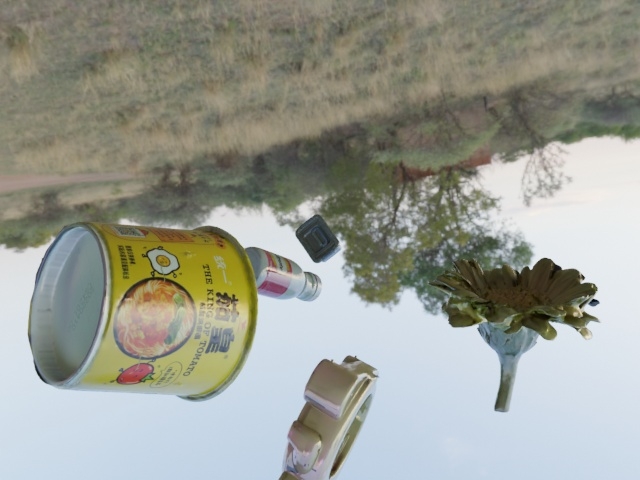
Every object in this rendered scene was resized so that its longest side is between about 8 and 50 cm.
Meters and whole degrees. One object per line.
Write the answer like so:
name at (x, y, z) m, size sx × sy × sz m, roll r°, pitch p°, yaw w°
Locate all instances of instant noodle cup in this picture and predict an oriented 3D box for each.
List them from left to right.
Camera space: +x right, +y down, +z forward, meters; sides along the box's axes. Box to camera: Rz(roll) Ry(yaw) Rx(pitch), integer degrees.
instant noodle cup at (-0.303, 0.112, 0.803) m, size 0.325 × 0.326 × 0.254 m, roll -4°, pitch 168°, yaw 39°

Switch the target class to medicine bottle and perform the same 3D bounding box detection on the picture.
medicine bottle at (-0.084, 0.079, 1.007) m, size 0.090 × 0.091 × 0.216 m, roll -5°, pitch 163°, yaw 35°

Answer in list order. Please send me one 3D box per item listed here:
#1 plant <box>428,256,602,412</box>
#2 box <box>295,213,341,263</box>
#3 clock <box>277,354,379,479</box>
plant at (0.376, 0.144, 0.883) m, size 0.261 × 0.297 × 0.305 m, roll -29°, pitch 173°, yaw 21°
box at (0.000, 0.000, 1.074) m, size 0.074 × 0.099 × 0.054 m, roll -39°, pitch 158°, yaw 10°
clock at (0.016, 0.408, 1.040) m, size 0.114 × 0.310 × 0.284 m, roll 24°, pitch 177°, yaw 19°
